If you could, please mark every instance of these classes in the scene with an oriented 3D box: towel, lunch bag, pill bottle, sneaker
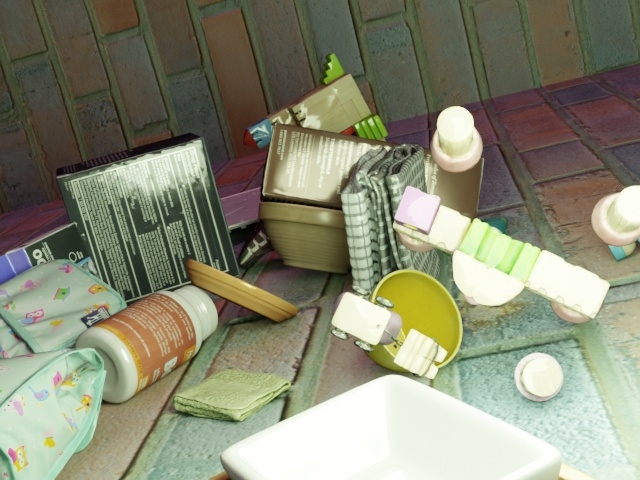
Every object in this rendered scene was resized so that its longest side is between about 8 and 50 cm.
[{"bbox_3d":[0.120,-0.018,1.534,0.121,0.235,0.284,-5,15,12],"label":"towel"},{"bbox_3d":[-0.424,0.232,1.258,0.223,0.160,0.262,-11,20,17],"label":"lunch bag"},{"bbox_3d":[-0.259,0.150,1.484,0.121,0.121,0.216,-4,17,37],"label":"pill bottle"},{"bbox_3d":[-0.121,0.207,1.313,0.148,0.027,0.110,-1,18,44],"label":"towel"},{"bbox_3d":[-0.037,-0.007,1.947,0.281,0.162,0.106,-47,13,28],"label":"sneaker"},{"bbox_3d":[-0.443,0.145,1.575,0.224,0.108,0.279,-28,34,-29],"label":"lunch bag"}]

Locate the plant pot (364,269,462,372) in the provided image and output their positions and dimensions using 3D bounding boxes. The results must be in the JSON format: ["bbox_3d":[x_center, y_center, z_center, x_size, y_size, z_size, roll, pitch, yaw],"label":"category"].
[{"bbox_3d":[0.103,0.117,1.267,0.134,0.134,0.095,-24,-10,-34],"label":"plant pot"}]

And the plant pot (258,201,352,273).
[{"bbox_3d":[0.000,0.000,1.758,0.237,0.110,0.237,8,-2,0],"label":"plant pot"}]

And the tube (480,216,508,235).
[{"bbox_3d":[0.301,-0.016,1.740,0.080,0.052,0.207,-5,9,9],"label":"tube"}]

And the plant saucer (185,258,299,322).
[{"bbox_3d":[-0.132,0.087,1.581,0.199,0.037,0.200,23,-6,3],"label":"plant saucer"}]

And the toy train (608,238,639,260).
[{"bbox_3d":[0.510,-0.045,1.541,0.143,0.105,0.248,-25,11,14],"label":"toy train"}]

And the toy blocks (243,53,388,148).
[{"bbox_3d":[0.010,-0.166,2.071,0.260,0.381,0.191,-32,15,-6],"label":"toy blocks"}]

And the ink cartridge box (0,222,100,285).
[{"bbox_3d":[-0.483,0.094,1.766,0.045,0.206,0.208,-16,12,31],"label":"ink cartridge box"}]

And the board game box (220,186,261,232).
[{"bbox_3d":[-0.249,-0.046,2.414,0.389,0.050,0.390,-17,14,-9],"label":"board game box"}]

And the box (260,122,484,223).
[{"bbox_3d":[0.087,-0.110,1.769,0.381,0.143,0.191,11,-2,-5],"label":"box"}]

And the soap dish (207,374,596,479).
[{"bbox_3d":[0.059,0.230,0.836,0.228,0.118,0.291,-20,14,-23],"label":"soap dish"}]

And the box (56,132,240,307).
[{"bbox_3d":[-0.350,-0.037,1.964,0.294,0.296,0.183,-16,13,-12],"label":"box"}]

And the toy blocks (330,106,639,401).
[{"bbox_3d":[0.208,0.038,1.193,0.288,0.309,0.260,26,-3,10],"label":"toy blocks"}]
